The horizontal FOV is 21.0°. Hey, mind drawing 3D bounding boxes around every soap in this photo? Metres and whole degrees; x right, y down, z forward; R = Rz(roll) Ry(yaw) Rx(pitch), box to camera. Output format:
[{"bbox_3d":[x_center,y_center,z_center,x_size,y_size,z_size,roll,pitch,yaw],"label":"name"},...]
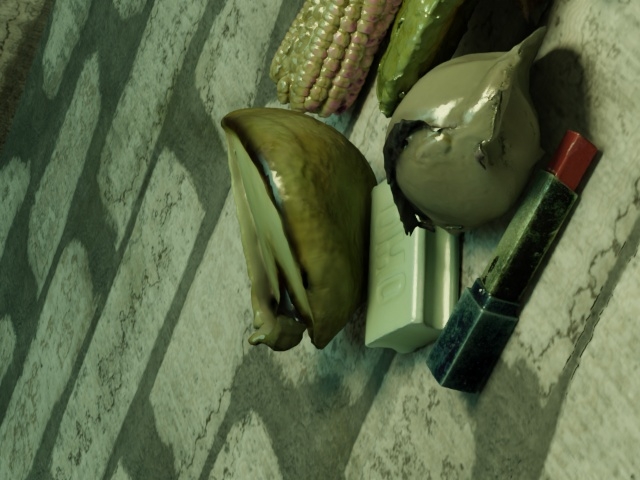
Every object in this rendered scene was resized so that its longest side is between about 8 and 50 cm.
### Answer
[{"bbox_3d":[0.107,0.020,1.982,0.119,0.066,0.198,-31,50,55],"label":"soap"}]

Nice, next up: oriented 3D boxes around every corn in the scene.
[{"bbox_3d":[0.047,-0.307,2.224,0.335,0.126,0.127,-60,29,25],"label":"corn"}]

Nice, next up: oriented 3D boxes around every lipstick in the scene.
[{"bbox_3d":[0.204,0.020,1.795,0.312,0.051,0.051,-63,28,22],"label":"lipstick"}]

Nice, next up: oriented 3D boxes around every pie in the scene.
[{"bbox_3d":[0.135,-0.266,1.919,0.306,0.071,0.306,-60,-7,-12],"label":"pie"}]

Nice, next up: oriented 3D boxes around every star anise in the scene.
[{"bbox_3d":[0.230,-0.313,1.900,0.129,0.056,0.124,-99,12,-60],"label":"star anise"}]

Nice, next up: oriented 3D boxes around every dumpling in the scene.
[{"bbox_3d":[0.148,-0.123,1.824,0.293,0.163,0.204,106,170,-68],"label":"dumpling"}]

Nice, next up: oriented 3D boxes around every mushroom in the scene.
[{"bbox_3d":[0.004,-0.004,2.042,0.217,0.212,0.292,25,116,61],"label":"mushroom"}]
